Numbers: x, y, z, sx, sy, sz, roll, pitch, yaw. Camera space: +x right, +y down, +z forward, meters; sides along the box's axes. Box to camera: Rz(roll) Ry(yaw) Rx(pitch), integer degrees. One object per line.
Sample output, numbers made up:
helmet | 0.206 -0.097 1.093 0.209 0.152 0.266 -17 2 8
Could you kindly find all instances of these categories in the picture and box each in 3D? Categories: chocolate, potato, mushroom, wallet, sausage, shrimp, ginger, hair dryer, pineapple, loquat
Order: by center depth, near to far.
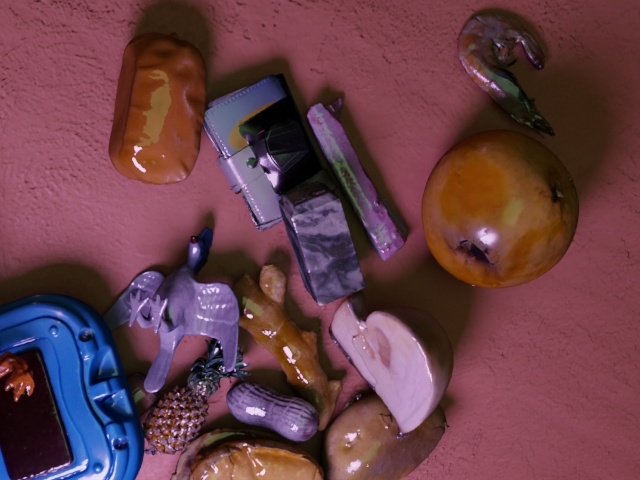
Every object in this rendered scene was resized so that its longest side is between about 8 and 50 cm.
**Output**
sausage | -0.252 -0.206 1.342 0.136 0.120 0.241 4 91 -28
hair dryer | -0.353 0.217 1.370 0.117 0.064 0.182 -39 95 -9
pineapple | -0.202 0.253 1.375 0.221 0.083 0.103 -52 141 -10
chocolate | -0.080 0.276 1.405 0.167 0.072 0.072 19 88 18
mushroom | 0.151 0.161 1.412 0.162 0.173 0.236 -25 72 -41
wallet | -0.083 -0.143 1.414 0.170 0.069 0.231 -28 100 -16
loquat | 0.295 -0.052 1.430 0.263 0.263 0.263 -1 93 -14
ginger | -0.056 0.184 1.437 0.118 0.065 0.299 -28 102 -3
potato | 0.102 0.330 1.450 0.243 0.098 0.138 -43 116 -9
shrimp | 0.345 -0.293 1.519 0.143 0.052 0.251 -41 100 -12

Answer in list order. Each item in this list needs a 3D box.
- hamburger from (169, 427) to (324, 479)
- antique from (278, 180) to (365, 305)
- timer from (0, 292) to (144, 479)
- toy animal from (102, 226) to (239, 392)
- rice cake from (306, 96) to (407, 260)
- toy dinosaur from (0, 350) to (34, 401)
hamburger | -0.126 0.448 1.393 0.259 0.144 0.283 17 84 -18
antique | 0.000 0.000 1.402 0.088 0.086 0.183 -22 116 -11
timer | -0.440 0.261 1.287 0.309 0.115 0.340 -19 86 -2
toy animal | -0.219 0.106 1.350 0.239 0.176 0.255 15 97 24
rice cake | 0.067 -0.106 1.460 0.081 0.051 0.290 -30 99 -19
toy dinosaur | -0.500 0.159 1.194 0.208 0.097 0.432 18 75 22
